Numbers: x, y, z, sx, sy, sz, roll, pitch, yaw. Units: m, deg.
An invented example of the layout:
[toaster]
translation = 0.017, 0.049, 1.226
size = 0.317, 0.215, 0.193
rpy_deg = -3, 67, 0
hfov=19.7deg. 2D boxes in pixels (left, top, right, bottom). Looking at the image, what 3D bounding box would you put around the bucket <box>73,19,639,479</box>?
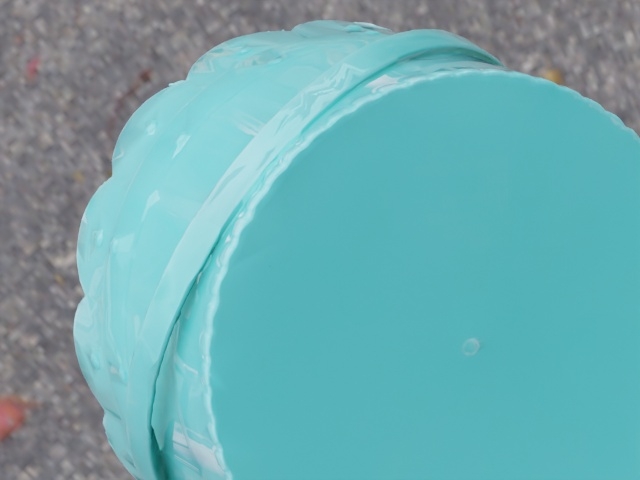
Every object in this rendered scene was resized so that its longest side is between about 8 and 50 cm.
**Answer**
[bucket]
translation = 0.030, 0.033, 0.859
size = 0.281, 0.281, 0.183
rpy_deg = -47, 21, -10
